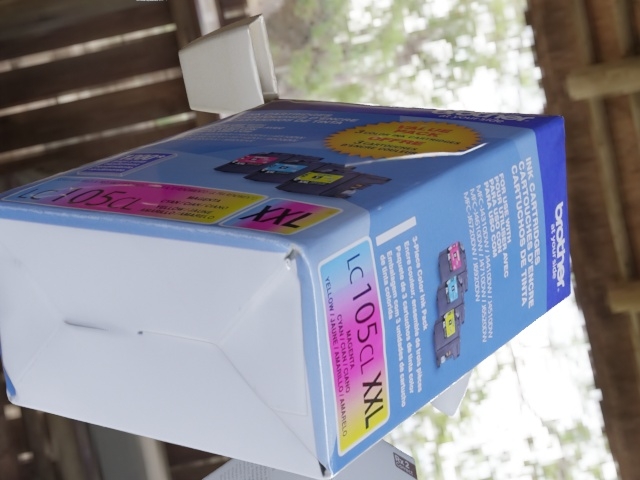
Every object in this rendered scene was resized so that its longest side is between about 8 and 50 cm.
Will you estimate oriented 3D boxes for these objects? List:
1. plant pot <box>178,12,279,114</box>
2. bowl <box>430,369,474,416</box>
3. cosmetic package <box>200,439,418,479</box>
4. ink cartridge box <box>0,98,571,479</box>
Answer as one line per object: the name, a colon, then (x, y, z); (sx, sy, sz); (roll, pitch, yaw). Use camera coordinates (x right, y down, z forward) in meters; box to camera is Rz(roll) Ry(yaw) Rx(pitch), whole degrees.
plant pot: (-0.114, -0.208, 1.669); (0.109, 0.096, 0.109); (-69, 149, -72)
bowl: (0.175, 0.150, 1.862); (0.142, 0.053, 0.142); (-79, -178, -47)
cosmetic package: (-0.010, 0.290, 1.389); (0.151, 0.183, 0.151); (34, 31, -32)
ink cartridge box: (0.000, 0.000, 0.966); (0.395, 0.270, 0.151); (-25, 116, -52)
